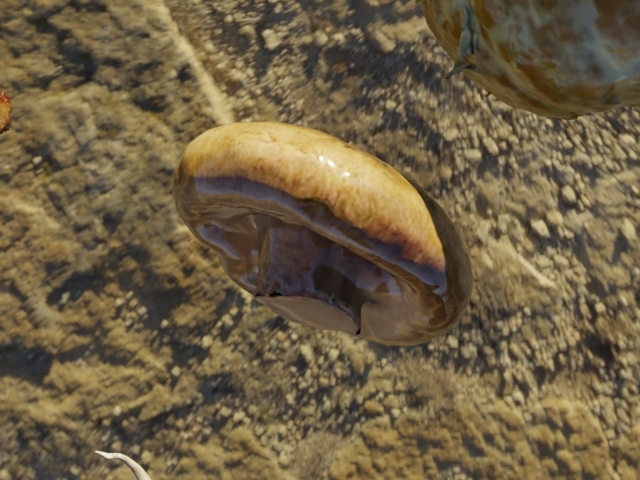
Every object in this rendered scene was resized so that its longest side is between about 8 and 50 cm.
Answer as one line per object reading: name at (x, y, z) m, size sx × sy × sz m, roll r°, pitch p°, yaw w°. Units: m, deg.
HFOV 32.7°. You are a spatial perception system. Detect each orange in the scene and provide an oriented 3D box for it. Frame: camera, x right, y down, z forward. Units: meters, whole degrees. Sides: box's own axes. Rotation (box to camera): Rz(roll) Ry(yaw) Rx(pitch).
orange at (0.241, -0.231, 0.894) m, size 0.329 × 0.329 × 0.249 m, roll -8°, pitch 95°, yaw 10°

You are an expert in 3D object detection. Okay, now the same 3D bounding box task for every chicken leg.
chicken leg at (-0.440, -0.141, 1.387) m, size 0.062 × 0.145 × 0.037 m, roll 38°, pitch 138°, yaw -6°

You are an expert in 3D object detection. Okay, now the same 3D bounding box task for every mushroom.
mushroom at (0.000, 0.000, 0.954) m, size 0.278 × 0.278 × 0.146 m, roll 24°, pitch 67°, yaw 1°

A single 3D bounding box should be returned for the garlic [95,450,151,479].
garlic at (-0.074, 0.271, 0.747) m, size 0.128 × 0.148 × 0.267 m, roll -39°, pitch 114°, yaw -1°
